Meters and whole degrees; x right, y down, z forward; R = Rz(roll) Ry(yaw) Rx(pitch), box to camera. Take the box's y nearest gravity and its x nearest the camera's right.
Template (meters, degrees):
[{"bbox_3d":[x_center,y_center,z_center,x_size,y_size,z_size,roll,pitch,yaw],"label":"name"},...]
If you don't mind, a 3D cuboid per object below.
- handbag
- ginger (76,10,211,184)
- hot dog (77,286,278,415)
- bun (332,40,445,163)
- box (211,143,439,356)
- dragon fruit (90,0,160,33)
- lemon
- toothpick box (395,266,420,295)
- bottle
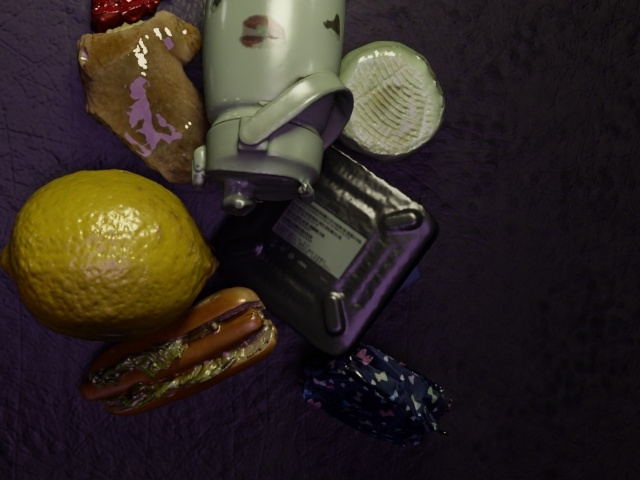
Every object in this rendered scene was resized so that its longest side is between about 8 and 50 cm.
[{"bbox_3d":[0.093,0.260,1.299,0.260,0.162,0.113,32,48,-27],"label":"handbag"},{"bbox_3d":[-0.240,-0.222,1.168,0.276,0.130,0.221,33,81,-22],"label":"ginger"},{"bbox_3d":[-0.229,0.187,1.207,0.338,0.100,0.135,-25,106,11],"label":"hot dog"},{"bbox_3d":[0.102,-0.222,1.254,0.196,0.118,0.195,-1,97,-7],"label":"bun"},{"bbox_3d":[0.000,0.000,1.230,0.290,0.073,0.288,37,88,15],"label":"box"},{"bbox_3d":[-0.284,-0.361,1.166,0.131,0.063,0.097,-6,100,-13],"label":"dragon fruit"},{"bbox_3d":[-0.301,0.023,1.127,0.311,0.253,0.253,3,98,-14],"label":"lemon"},{"bbox_3d":[0.078,0.069,1.301,0.153,0.101,0.101,-36,105,-8],"label":"toothpick box"},{"bbox_3d":[-0.064,-0.207,1.108,0.229,0.229,0.351,7,74,-15],"label":"bottle"}]
